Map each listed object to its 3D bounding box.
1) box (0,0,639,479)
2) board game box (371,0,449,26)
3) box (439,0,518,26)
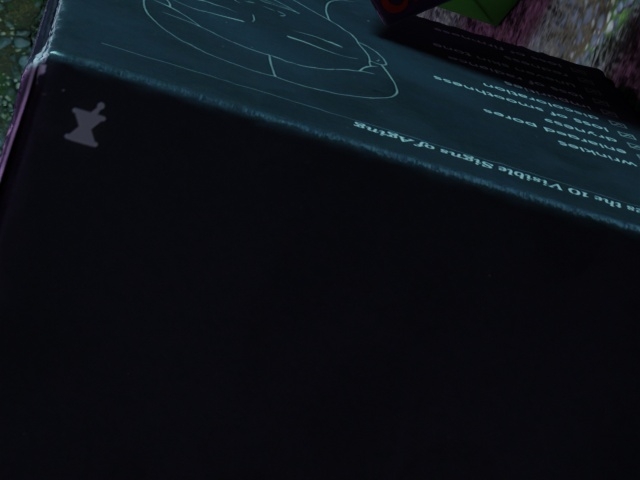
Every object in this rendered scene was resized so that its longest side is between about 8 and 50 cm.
[{"bbox_3d":[0.000,0.000,1.300,0.472,0.480,0.297,-104,32,-71],"label":"box"},{"bbox_3d":[0.198,-0.299,1.374,0.347,0.056,0.208,-21,32,19],"label":"board game box"},{"bbox_3d":[0.196,-0.397,1.888,0.262,0.127,0.231,130,156,-63],"label":"box"}]
